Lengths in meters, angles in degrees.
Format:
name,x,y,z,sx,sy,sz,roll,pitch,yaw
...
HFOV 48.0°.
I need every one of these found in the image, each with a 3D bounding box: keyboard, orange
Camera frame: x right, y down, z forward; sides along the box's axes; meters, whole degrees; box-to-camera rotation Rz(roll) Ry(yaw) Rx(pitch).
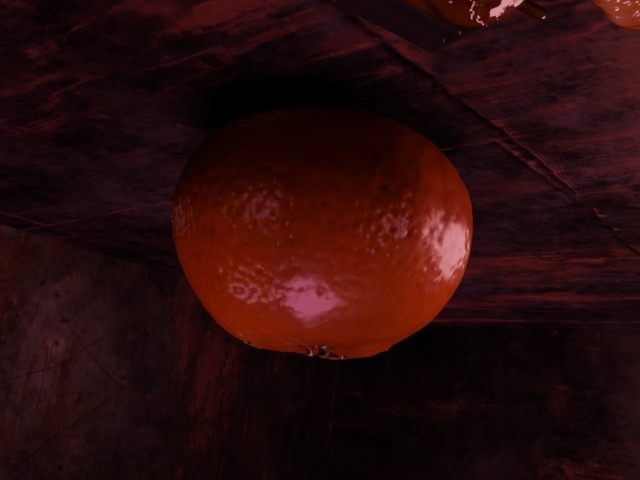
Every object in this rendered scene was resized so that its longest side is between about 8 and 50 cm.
name,x,y,z,sx,sy,sz,roll,pitch,yaw
keyboard,-0.010,-0.252,0.640,0.381,0.041,0.103,9,166,-34
orange,0.000,0.000,1.009,0.424,0.326,0.424,7,167,1

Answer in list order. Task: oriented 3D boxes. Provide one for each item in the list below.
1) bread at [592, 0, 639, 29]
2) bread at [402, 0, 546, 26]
name,x,y,z,sx,sy,sz,roll,pitch,yaw
bread,0.292,-0.219,0.502,0.211,0.083,0.114,-5,166,41
bread,0.063,-0.236,0.552,0.344,0.084,0.124,16,163,-32
